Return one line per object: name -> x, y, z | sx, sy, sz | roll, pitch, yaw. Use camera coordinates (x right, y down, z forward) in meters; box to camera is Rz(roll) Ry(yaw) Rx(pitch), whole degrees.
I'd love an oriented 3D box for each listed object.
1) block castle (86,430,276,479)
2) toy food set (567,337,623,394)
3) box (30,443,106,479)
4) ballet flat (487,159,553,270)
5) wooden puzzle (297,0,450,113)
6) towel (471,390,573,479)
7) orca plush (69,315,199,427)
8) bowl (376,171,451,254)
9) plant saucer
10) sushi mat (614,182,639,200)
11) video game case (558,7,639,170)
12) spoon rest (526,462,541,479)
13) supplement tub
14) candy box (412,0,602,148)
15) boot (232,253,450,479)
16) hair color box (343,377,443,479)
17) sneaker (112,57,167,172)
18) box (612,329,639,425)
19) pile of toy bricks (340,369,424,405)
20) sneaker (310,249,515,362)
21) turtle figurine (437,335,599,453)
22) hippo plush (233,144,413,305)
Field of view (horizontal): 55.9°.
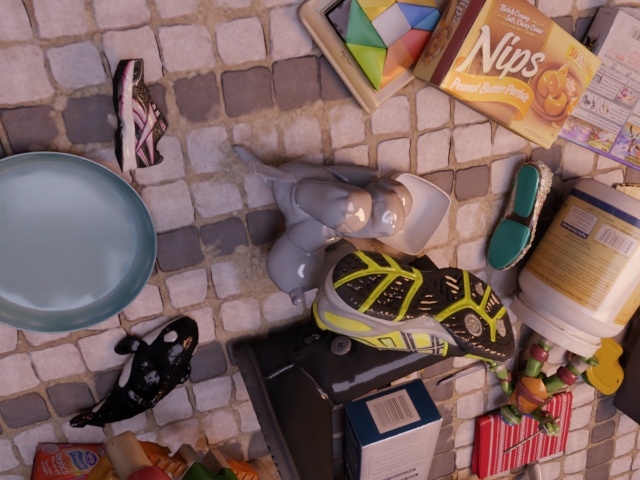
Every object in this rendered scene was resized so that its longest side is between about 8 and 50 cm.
block castle -> -0.254, 0.559, 1.112 | 0.303, 0.213, 0.453 | -53, 138, -1
toy food set -> 0.668, 0.292, 1.486 | 0.218, 0.071, 0.128 | 38, 73, -31
box -> -0.494, 0.525, 1.147 | 0.128, 0.122, 0.256 | 10, 110, -24
ballet flat -> 0.417, -0.047, 1.229 | 0.077, 0.091, 0.240 | -7, 122, -41
wooden puzzle -> 0.113, -0.361, 0.995 | 0.239, 0.044, 0.221 | -41, 120, 2
towel -> 0.515, 0.496, 1.541 | 0.275, 0.031, 0.198 | -12, 117, -15
orca plush -> -0.329, 0.263, 1.095 | 0.287, 0.102, 0.151 | -32, 120, -3
bowl -> 0.161, -0.057, 1.148 | 0.142, 0.053, 0.142 | 25, 105, -27
plant saucer -> -0.430, 0.005, 0.976 | 0.318, 0.043, 0.317 | -8, 115, -16
sushi mat -> 0.687, 0.021, 1.389 | 0.152, 0.019, 0.316 | 2, 113, -19
video game case -> 0.599, -0.287, 1.190 | 0.270, 0.061, 0.244 | 15, 107, -24
spoon rest -> 0.450, 0.651, 1.547 | 0.276, 0.084, 0.137 | -11, 154, -17
supplement tub -> 0.555, 0.056, 1.238 | 0.228, 0.228, 0.316 | 21, 105, -26
candy box -> 0.330, -0.300, 1.047 | 0.317, 0.087, 0.182 | 17, 107, -35
boot -> 0.102, 0.262, 1.114 | 0.445, 0.367, 0.146 | -23, 150, -9
hair color box -> 0.143, 0.445, 1.283 | 0.174, 0.105, 0.347 | -15, 137, -12
sneaker -> -0.276, -0.194, 0.932 | 0.077, 0.072, 0.178 | -7, 125, -29
box -> 0.947, 0.295, 1.495 | 0.313, 0.179, 0.343 | -4, 115, -27
pile of toy bricks -> 0.114, 0.248, 1.258 | 0.212, 0.118, 0.105 | -25, 90, 10
sneaker -> 0.161, 0.123, 1.015 | 0.385, 0.145, 0.147 | 21, 142, -22
turtle figurine -> 0.471, 0.327, 1.349 | 0.275, 0.198, 0.266 | 23, 110, -29
hippo plush -> 0.000, 0.000, 1.013 | 0.294, 0.234, 0.236 | 5, 111, -22
